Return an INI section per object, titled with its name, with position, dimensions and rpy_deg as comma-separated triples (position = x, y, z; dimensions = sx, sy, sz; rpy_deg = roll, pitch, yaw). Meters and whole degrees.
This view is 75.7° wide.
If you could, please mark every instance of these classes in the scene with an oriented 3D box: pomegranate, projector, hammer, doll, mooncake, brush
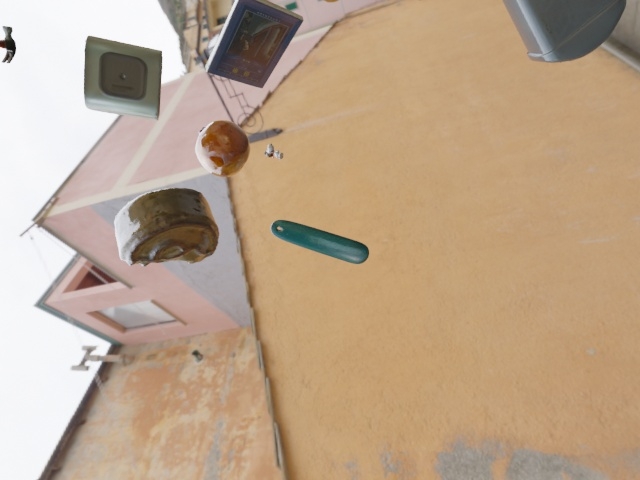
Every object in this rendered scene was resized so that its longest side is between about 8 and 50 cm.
[pomegranate]
position = -0.462, -0.434, 1.937
dimensions = 0.264, 0.264, 0.265
rpy_deg = -12, -90, -76
[projector]
position = -0.730, -0.600, 1.551
dimensions = 0.248, 0.249, 0.248
rpy_deg = -146, 62, -66
[hammer]
position = -1.013, -0.582, 1.200
dimensions = 0.288, 0.033, 0.111
rpy_deg = -65, -19, -68
[doll]
position = -0.185, -0.348, 1.647
dimensions = 0.085, 0.058, 0.040
rpy_deg = 41, -136, 14
[mooncake]
position = -0.633, -0.032, 1.717
dimensions = 0.246, 0.393, 0.393
rpy_deg = 62, 164, 23
[brush]
position = 0.000, 0.000, 0.757
dimensions = 0.032, 0.193, 0.043
rpy_deg = -126, 55, -72

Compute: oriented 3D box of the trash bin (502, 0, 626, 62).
[trash bin]
position = 0.481, -0.479, 0.825
dimensions = 0.236, 0.176, 0.101
rpy_deg = 47, -162, -21

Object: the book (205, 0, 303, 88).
[book]
position = -0.194, -0.561, 1.183
dimensions = 0.190, 0.269, 0.025
rpy_deg = 5, -120, -35

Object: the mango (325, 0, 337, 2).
[mango]
position = 0.015, -0.851, 1.377
dimensions = 0.187, 0.101, 0.066
rpy_deg = -7, -65, -58
